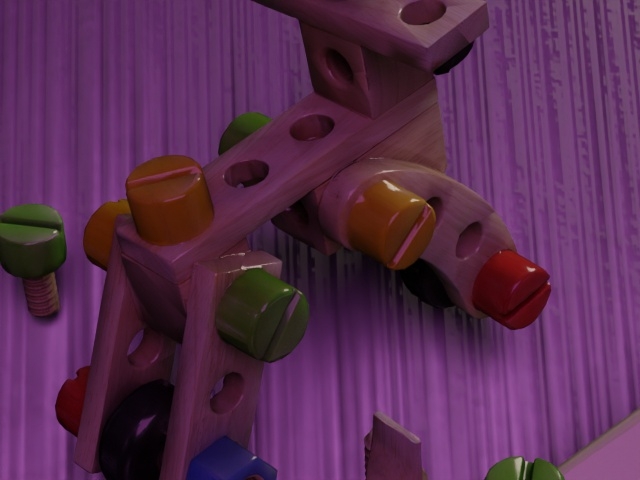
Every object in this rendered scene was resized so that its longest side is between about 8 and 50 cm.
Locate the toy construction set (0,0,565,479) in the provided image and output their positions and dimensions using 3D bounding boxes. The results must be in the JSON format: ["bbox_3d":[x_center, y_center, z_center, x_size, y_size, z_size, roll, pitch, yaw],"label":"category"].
[{"bbox_3d":[0.000,0.000,0.758,0.257,0.237,0.309,-13,40,-13],"label":"toy construction set"}]

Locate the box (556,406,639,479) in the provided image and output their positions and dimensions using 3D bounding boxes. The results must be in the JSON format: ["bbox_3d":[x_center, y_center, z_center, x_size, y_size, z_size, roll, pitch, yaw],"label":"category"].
[{"bbox_3d":[0.130,0.157,0.840,0.275,0.113,0.094,-33,78,-11],"label":"box"}]
